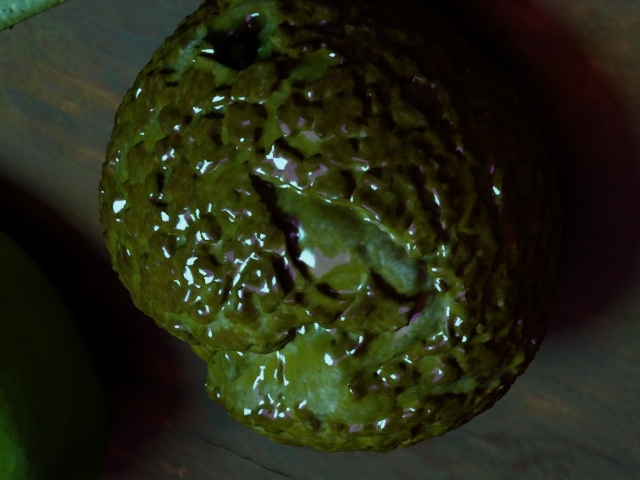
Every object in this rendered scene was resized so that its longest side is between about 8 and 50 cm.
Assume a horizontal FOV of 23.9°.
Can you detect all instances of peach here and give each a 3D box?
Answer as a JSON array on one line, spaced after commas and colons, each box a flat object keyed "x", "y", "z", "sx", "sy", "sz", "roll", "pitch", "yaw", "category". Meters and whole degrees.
[{"x": -0.313, "y": 0.123, "z": 1.144, "sx": 0.316, "sy": 0.281, "sz": 0.314, "roll": 57, "pitch": 174, "yaw": 15, "category": "peach"}]

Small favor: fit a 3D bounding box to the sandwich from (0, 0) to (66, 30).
[{"x": -0.254, "y": -0.177, "z": 1.001, "sx": 0.244, "sy": 0.088, "sz": 0.090, "roll": -7, "pitch": 117, "yaw": 35, "category": "sandwich"}]

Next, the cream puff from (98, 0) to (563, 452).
[{"x": 0.000, "y": 0.000, "z": 0.906, "sx": 0.303, "sy": 0.212, "sz": 0.303, "roll": 14, "pitch": 133, "yaw": 15, "category": "cream puff"}]
